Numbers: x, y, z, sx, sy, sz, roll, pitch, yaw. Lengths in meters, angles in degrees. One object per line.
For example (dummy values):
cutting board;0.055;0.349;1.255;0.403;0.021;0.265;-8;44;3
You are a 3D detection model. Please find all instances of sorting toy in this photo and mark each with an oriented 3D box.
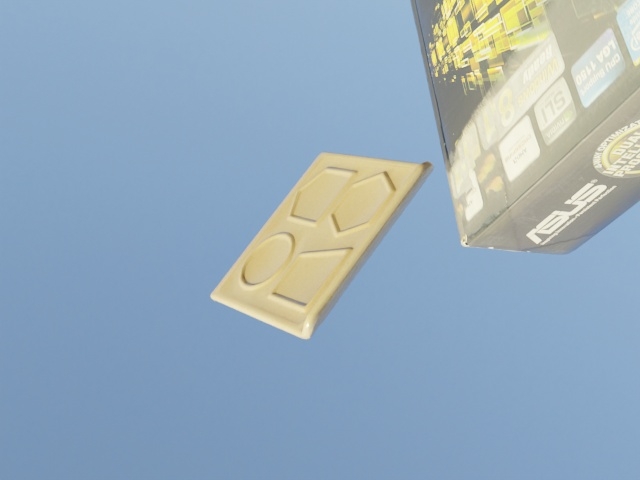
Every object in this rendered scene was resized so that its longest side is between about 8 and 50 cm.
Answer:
sorting toy;0.000;0.000;0.887;0.038;0.208;0.193;44;-106;-26

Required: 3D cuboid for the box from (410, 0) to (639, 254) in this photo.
box;0.179;-0.219;0.507;0.097;0.395;0.318;3;-119;-24
